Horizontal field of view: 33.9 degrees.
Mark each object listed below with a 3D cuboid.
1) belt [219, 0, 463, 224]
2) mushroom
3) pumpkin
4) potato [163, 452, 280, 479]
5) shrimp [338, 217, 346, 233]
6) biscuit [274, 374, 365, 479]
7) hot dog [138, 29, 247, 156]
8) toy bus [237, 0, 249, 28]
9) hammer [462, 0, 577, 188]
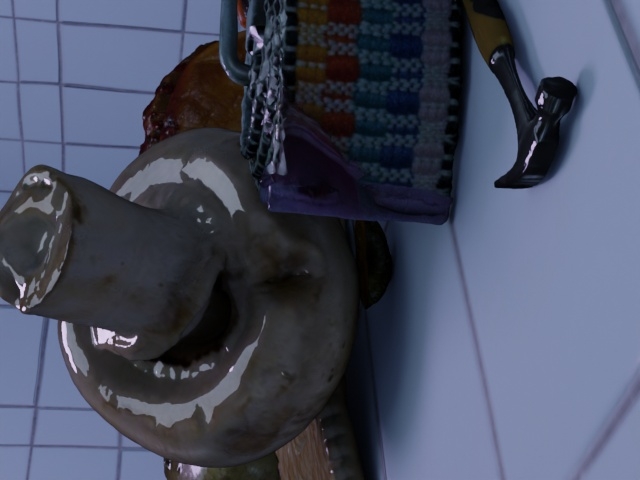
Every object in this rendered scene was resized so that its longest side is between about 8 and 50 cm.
[{"bbox_3d":[0.005,-0.150,0.773,0.207,0.160,0.295,140,133,-77],"label":"belt"},{"bbox_3d":[-0.122,0.044,0.854,0.290,0.292,0.292,14,-104,-58],"label":"mushroom"},{"bbox_3d":[0.045,0.015,0.874,0.050,0.028,0.083,-147,49,-80],"label":"pumpkin"},{"bbox_3d":[-0.107,0.259,1.290,0.307,0.173,0.210,174,101,-79],"label":"potato"},{"bbox_3d":[0.000,0.000,1.129,0.223,0.047,0.126,-108,13,-62],"label":"shrimp"},{"bbox_3d":[-0.012,0.169,1.024,0.217,0.044,0.325,111,151,-52],"label":"biscuit"},{"bbox_3d":[-0.128,-0.089,1.384,0.185,0.223,0.405,109,163,-68],"label":"hot dog"},{"bbox_3d":[-0.055,-0.361,1.293,0.329,0.143,0.153,-103,9,-56],"label":"toy bus"},{"bbox_3d":[0.102,-0.104,0.600,0.201,0.021,0.078,-97,14,-49],"label":"hammer"}]
